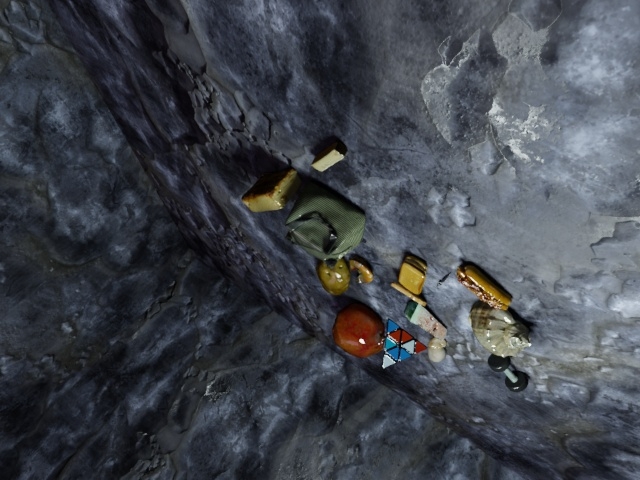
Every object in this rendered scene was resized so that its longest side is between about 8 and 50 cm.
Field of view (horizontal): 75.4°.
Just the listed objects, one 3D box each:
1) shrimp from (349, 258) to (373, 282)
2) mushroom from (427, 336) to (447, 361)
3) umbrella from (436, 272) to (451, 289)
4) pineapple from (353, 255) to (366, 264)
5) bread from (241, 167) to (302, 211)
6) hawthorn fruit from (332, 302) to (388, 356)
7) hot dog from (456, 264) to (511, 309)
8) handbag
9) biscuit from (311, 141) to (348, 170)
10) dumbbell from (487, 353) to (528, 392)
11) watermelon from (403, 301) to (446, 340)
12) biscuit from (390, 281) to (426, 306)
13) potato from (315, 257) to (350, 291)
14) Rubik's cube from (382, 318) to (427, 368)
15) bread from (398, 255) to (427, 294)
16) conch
[{"bbox_3d":[0.201,0.167,2.094,0.150,0.068,0.248,44,161,18],"label":"shrimp"},{"bbox_3d":[0.622,0.585,2.210,0.097,0.088,0.212,16,141,23],"label":"mushroom"},{"bbox_3d":[0.513,0.166,1.736,0.022,0.022,0.148,54,155,25],"label":"umbrella"},{"bbox_3d":[0.203,0.104,2.052,0.083,0.019,0.045,45,160,-15],"label":"pineapple"},{"bbox_3d":[-0.225,-0.228,1.879,0.275,0.184,0.114,3,141,53],"label":"bread"},{"bbox_3d":[0.230,0.530,2.418,0.325,0.308,0.308,28,153,16],"label":"hawthorn fruit"},{"bbox_3d":[0.605,0.180,1.563,0.249,0.076,0.102,39,159,-3],"label":"hot dog"},{"bbox_3d":[0.005,-0.057,1.792,0.341,0.240,0.247,32,159,11],"label":"handbag"},{"bbox_3d":[0.032,-0.309,1.548,0.056,0.052,0.188,30,160,-22],"label":"biscuit"},{"bbox_3d":[0.859,0.601,1.899,0.191,0.100,0.100,46,154,-17],"label":"dumbbell"},{"bbox_3d":[0.518,0.400,2.035,0.241,0.094,0.154,36,176,-6],"label":"watermelon"},{"bbox_3d":[0.408,0.244,1.917,0.250,0.035,0.162,30,180,-34],"label":"biscuit"},{"bbox_3d":[0.065,0.197,2.239,0.196,0.176,0.369,12,155,4],"label":"potato"},{"bbox_3d":[0.500,0.575,2.398,0.234,0.284,0.250,5,109,21],"label":"Rubik's cube"},{"bbox_3d":[0.401,0.150,1.789,0.116,0.077,0.200,28,155,19],"label":"bread"},{"bbox_3d":[0.692,0.366,1.660,0.210,0.159,0.291,49,155,-23],"label":"conch"}]
